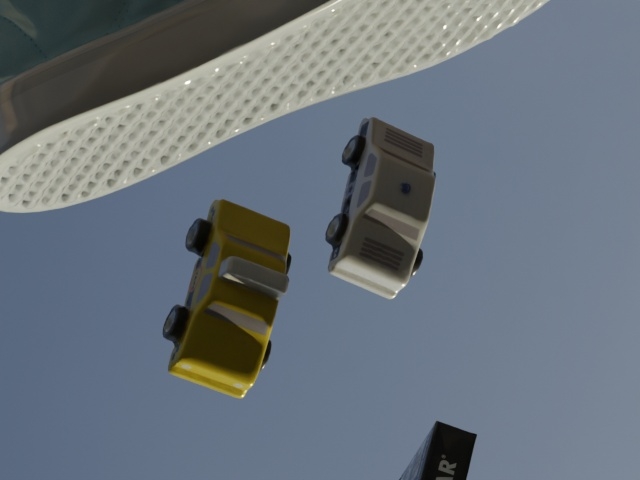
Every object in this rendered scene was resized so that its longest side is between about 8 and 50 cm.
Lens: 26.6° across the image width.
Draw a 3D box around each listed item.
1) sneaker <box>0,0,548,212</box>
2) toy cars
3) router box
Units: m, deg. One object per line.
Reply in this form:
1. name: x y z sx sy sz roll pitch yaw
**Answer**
1. sneaker: -0.026 -0.150 0.679 0.366 0.135 0.150 -22 -106 -6
2. toy cars: 0.000 0.000 1.330 0.393 0.087 0.176 -31 -92 -33
3. router box: 0.088 0.275 1.247 0.046 0.133 0.179 20 -128 -1
